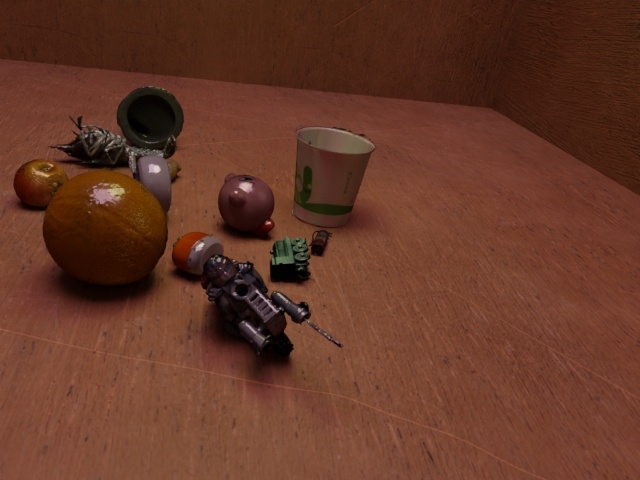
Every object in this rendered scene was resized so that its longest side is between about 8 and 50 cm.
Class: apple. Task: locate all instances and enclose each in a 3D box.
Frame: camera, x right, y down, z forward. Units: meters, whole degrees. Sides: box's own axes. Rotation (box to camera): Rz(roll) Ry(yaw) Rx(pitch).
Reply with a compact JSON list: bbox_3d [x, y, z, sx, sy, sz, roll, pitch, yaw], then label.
[{"bbox_3d":[-0.800,-0.167,1.689,0.146,0.146,0.146,7,26,-3],"label":"apple"}]

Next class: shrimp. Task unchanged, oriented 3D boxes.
[{"bbox_3d":[-0.712,-0.328,2.034,0.410,0.166,0.221,12,21,-21],"label":"shrimp"}]

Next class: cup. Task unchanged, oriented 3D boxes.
[{"bbox_3d":[0.025,-0.201,1.858,0.253,0.274,0.253,8,27,-4],"label":"cup"}]

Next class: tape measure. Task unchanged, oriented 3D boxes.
[{"bbox_3d":[-0.497,-0.161,1.714,0.105,0.178,0.196,-3,28,-22],"label":"tape measure"}]

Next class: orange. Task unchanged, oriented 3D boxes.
[{"bbox_3d":[-0.487,-0.027,1.349,0.274,0.274,0.274,7,26,-3],"label":"orange"}]

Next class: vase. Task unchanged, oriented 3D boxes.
[{"bbox_3d":[-0.671,-0.511,2.332,0.245,0.245,0.291,0,22,-17],"label":"vase"}]

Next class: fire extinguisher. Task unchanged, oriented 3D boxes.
[{"bbox_3d":[0.000,0.000,1.706,0.056,0.039,0.132,19,26,1],"label":"fire extinguisher"}]

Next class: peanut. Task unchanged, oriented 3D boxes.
[{"bbox_3d":[-0.536,-0.230,1.963,0.082,0.082,0.187,23,29,27],"label":"peanut"}]

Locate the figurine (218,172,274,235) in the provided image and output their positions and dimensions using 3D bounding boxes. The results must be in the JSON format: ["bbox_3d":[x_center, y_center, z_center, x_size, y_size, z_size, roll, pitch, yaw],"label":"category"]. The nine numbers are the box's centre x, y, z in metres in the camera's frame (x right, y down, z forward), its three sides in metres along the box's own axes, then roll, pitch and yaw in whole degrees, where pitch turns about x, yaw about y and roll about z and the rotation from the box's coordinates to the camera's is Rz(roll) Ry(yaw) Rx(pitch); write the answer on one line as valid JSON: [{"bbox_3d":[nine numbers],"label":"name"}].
[{"bbox_3d":[-0.217,-0.111,1.712,0.173,0.173,0.173,7,26,-3],"label":"figurine"}]

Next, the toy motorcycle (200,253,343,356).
[{"bbox_3d":[-0.127,0.142,1.194,0.134,0.207,0.401,-39,51,-20],"label":"toy motorcycle"}]

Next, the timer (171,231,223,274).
[{"bbox_3d":[-0.320,0.029,1.482,0.136,0.099,0.136,4,13,-1],"label":"timer"}]

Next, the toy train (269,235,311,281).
[{"bbox_3d":[-0.083,0.045,1.554,0.111,0.071,0.170,-3,27,-8],"label":"toy train"}]
